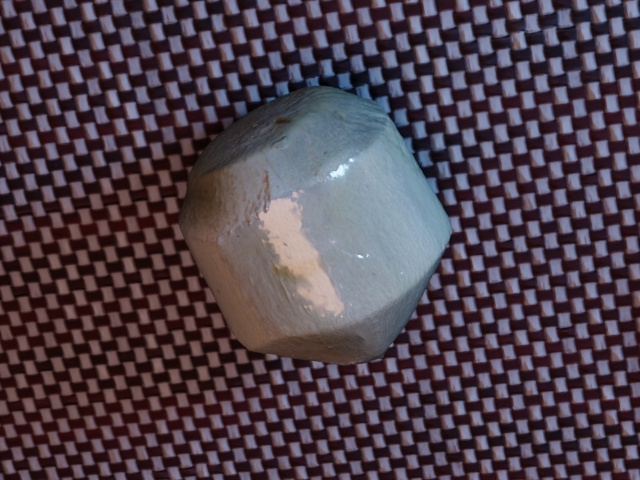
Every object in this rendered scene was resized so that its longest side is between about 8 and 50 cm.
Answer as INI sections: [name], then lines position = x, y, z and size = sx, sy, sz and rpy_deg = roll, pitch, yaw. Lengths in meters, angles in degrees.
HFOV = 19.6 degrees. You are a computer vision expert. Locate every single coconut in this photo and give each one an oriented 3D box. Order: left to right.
[coconut]
position = 0.000, 0.000, 1.760
size = 0.237, 0.237, 0.266
rpy_deg = -23, 115, 19
